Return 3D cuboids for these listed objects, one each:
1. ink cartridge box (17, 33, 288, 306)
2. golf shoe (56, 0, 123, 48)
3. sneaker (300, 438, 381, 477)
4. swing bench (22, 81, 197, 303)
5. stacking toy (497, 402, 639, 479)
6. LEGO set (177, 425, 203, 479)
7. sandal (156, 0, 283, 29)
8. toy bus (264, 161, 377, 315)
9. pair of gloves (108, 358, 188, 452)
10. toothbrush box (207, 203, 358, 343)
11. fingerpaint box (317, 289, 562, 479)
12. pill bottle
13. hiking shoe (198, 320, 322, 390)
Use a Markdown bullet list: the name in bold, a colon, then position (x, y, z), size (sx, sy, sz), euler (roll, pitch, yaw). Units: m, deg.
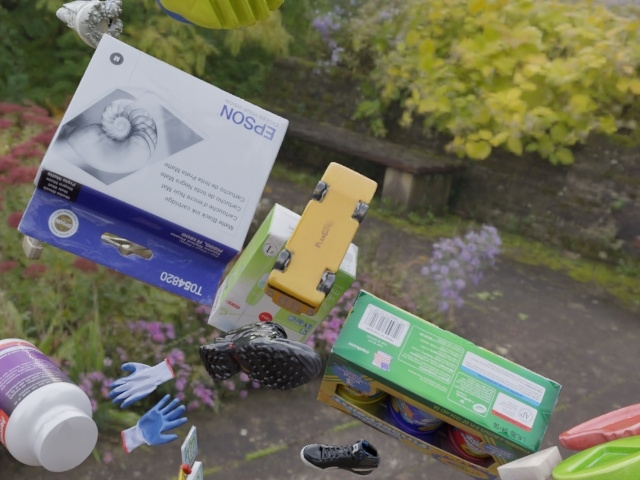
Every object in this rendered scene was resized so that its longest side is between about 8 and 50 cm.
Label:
- **ink cartridge box**: position (-0.172, -0.072, 0.844), size (0.223, 0.224, 0.045), euler (23, -13, -16)
- **golf shoe**: position (-0.340, -0.313, 1.145), size (0.086, 0.069, 0.176), euler (4, 17, -5)
- **sneaker**: position (0.063, 0.586, 2.207), size (0.217, 0.121, 0.079), euler (16, 43, -16)
- **swing bench**: position (-0.250, -0.084, 1.106), size (0.255, 0.253, 0.165), euler (20, 15, -26)
- **stacking toy**: position (0.403, 0.299, 0.988), size (0.279, 0.130, 0.309), euler (-18, -9, -18)
- **LEGO set**: position (-0.196, 0.415, 1.199), size (0.060, 0.182, 0.244), euler (-1, 13, 6)
- **sandal**: position (-0.083, -0.346, 0.917), size (0.138, 0.126, 0.317), euler (23, 49, 29)
- **toy bus**: position (0.000, 0.000, 1.489), size (0.108, 0.130, 0.332), euler (27, 53, 0)
- **pair of gloves**: position (-0.365, 0.340, 1.671), size (0.159, 0.198, 0.023), euler (-27, -22, 8)
- **toothbrush box**: position (-0.080, 0.096, 1.693), size (0.206, 0.283, 0.122), euler (29, 33, -13)
- **fingerpaint box**: position (0.231, 0.333, 1.721), size (0.445, 0.163, 0.371), euler (26, -25, 7)
- **pill bottle**: position (-0.602, 0.345, 1.662), size (0.181, 0.181, 0.323), euler (-8, 25, -44)
- **hiking shoe**: position (-0.078, 0.158, 1.202), size (0.227, 0.086, 0.114), euler (0, 29, 38)
